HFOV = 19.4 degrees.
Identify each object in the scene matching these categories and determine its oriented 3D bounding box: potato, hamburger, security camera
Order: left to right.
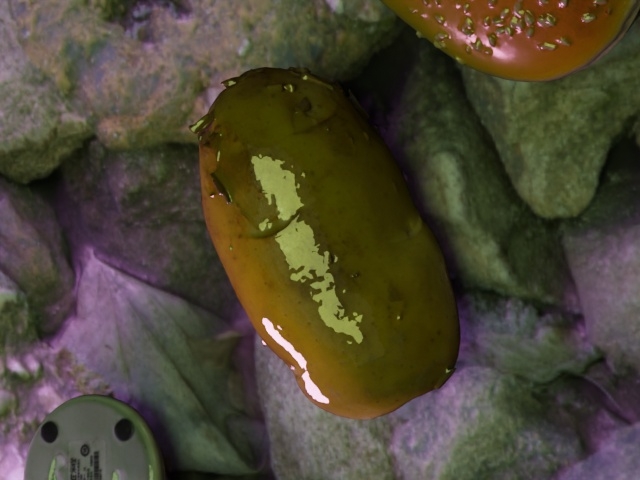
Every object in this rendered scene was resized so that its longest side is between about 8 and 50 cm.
[{"bbox_3d":[-0.193,0.292,1.720,0.157,0.080,0.302,-6,84,32],"label":"security camera"},{"bbox_3d":[0.000,0.000,1.534,0.173,0.140,0.300,-28,89,22],"label":"potato"},{"bbox_3d":[0.128,-0.255,1.426,0.295,0.151,0.227,36,115,18],"label":"hamburger"}]
